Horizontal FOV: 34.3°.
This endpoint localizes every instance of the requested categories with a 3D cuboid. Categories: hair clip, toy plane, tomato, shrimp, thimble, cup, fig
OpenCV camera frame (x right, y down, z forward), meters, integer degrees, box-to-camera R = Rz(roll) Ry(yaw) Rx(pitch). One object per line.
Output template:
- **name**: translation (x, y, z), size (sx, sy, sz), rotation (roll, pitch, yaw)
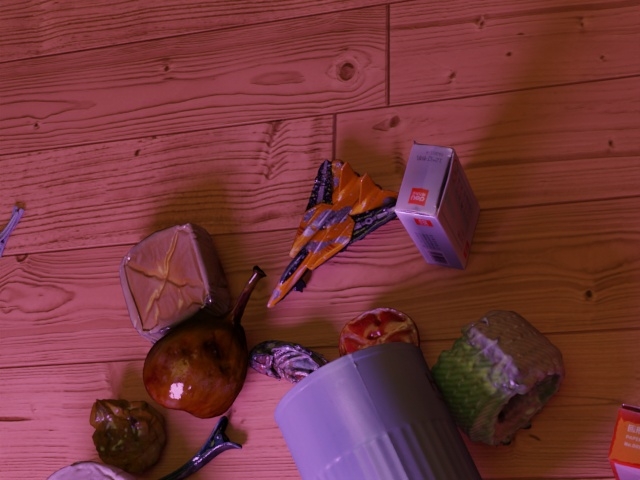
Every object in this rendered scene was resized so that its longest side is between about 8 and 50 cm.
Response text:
- **hair clip**: translation (-0.252, 0.412, 1.901), size (0.230, 0.039, 0.070), rotation (-34, 63, 3)
- **toy plane**: translation (0.005, 0.004, 1.966), size (0.204, 0.103, 0.316), rotation (32, 87, 29)
- **tomato**: translation (0.113, 0.199, 1.857), size (0.156, 0.069, 0.155), rotation (-8, 64, 18)
- **hair clip**: translation (-0.676, -0.023, 2.227), size (0.030, 0.039, 0.115), rotation (20, 73, 19)
- **shrimp**: translation (-0.033, 0.228, 1.879), size (0.233, 0.090, 0.079), rotation (15, 39, 34)
- **thimble**: translation (0.291, 0.224, 1.704), size (0.219, 0.219, 0.150), rotation (-44, 60, -4)
- **cup**: translation (0.089, 0.376, 1.613), size (0.331, 0.257, 0.311), rotation (-55, 50, 42)
- **fig**: translation (-0.181, 0.198, 1.871), size (0.290, 0.191, 0.190), rotation (-36, 61, 13)

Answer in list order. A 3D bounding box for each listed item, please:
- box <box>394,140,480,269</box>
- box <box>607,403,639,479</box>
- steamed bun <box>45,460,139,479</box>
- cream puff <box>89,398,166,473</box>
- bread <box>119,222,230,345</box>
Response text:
- **box**: translation (0.210, -0.058, 1.825), size (0.079, 0.269, 0.135), rotation (9, 73, 22)
- **box**: translation (0.524, 0.329, 1.607), size (0.133, 0.182, 0.099), rotation (12, 72, 26)
- **steamed bun**: translation (-0.338, 0.571, 1.746), size (0.236, 0.247, 0.383), rotation (-12, 58, 1)
- **cream puff**: translation (-0.362, 0.354, 1.919), size (0.146, 0.116, 0.146), rotation (-8, 62, 15)
- **bread**: translation (-0.282, 0.086, 2.012), size (0.192, 0.110, 0.209), rotation (-29, 61, 11)
